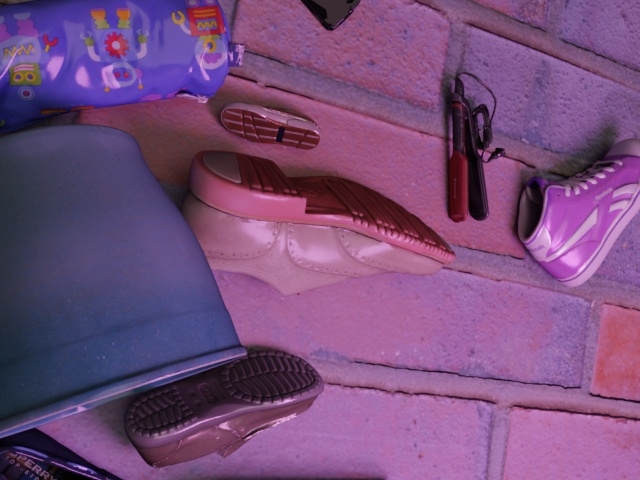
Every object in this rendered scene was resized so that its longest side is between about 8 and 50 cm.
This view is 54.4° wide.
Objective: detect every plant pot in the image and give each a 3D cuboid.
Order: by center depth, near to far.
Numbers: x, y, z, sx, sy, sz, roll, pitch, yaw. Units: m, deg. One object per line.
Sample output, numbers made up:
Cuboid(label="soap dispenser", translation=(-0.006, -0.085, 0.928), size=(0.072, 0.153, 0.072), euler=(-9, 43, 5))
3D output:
Cuboid(label="plant pot", translation=(-0.241, 0.035, 0.621), size=(0.271, 0.271, 0.256), euler=(-15, 81, -24))

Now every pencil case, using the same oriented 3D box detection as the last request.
Cuboid(label="pencil case", translation=(-0.246, -0.202, 0.689), size=(0.305, 0.119, 0.133), euler=(-16, 104, -24))

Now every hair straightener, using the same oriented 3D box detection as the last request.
Cuboid(label="hair straightener", translation=(0.235, -0.143, 0.949), size=(0.088, 0.047, 0.231), euler=(-2, 85, -24))

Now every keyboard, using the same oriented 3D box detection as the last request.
Cuboid(label="keyboard", translation=(-0.016, -0.390, 0.851), size=(0.100, 0.038, 0.192), euler=(-41, 107, 5))

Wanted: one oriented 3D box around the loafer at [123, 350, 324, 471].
Cuboid(label="loafer", translation=(-0.114, 0.209, 0.768), size=(0.251, 0.094, 0.088), euler=(-9, 128, -26))

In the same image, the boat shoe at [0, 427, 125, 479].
Cuboid(label="boat shoe", translation=(-0.267, 0.302, 0.683), size=(0.258, 0.089, 0.109), euler=(38, 74, -21))

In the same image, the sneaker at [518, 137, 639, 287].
Cuboid(label="sneaker", translation=(0.420, -0.083, 0.996), size=(0.161, 0.102, 0.282), euler=(39, 74, -15))

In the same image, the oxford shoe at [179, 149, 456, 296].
Cuboid(label="oxford shoe", translation=(0.000, 0.000, 0.812), size=(0.396, 0.140, 0.147), euler=(14, 114, -28))

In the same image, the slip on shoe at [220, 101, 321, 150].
Cuboid(label="slip on shoe", translation=(-0.064, -0.155, 0.814), size=(0.135, 0.051, 0.041), euler=(9, 45, -16))
